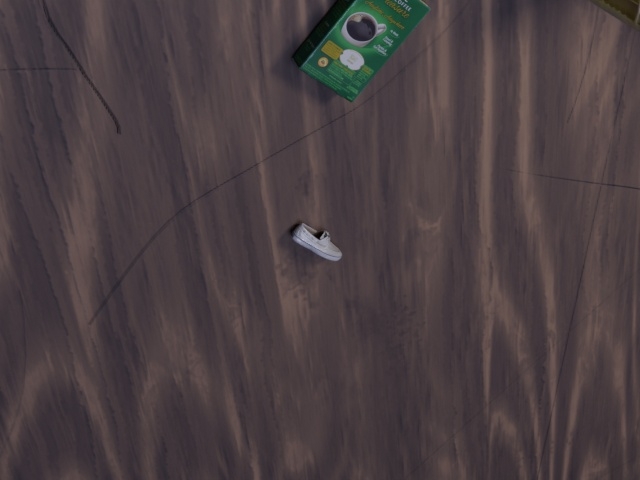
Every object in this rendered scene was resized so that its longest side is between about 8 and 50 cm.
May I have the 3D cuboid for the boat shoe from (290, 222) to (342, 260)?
[{"bbox_3d":[0.000,0.000,1.873,0.100,0.035,0.035,28,113,-27],"label":"boat shoe"}]

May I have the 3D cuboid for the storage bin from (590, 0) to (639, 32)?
[{"bbox_3d":[0.550,-0.379,1.671,0.262,0.260,0.123,-3,121,-19],"label":"storage bin"}]

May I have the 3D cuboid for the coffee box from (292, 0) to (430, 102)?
[{"bbox_3d":[0.059,-0.300,1.675,0.113,0.040,0.184,28,111,-35],"label":"coffee box"}]
